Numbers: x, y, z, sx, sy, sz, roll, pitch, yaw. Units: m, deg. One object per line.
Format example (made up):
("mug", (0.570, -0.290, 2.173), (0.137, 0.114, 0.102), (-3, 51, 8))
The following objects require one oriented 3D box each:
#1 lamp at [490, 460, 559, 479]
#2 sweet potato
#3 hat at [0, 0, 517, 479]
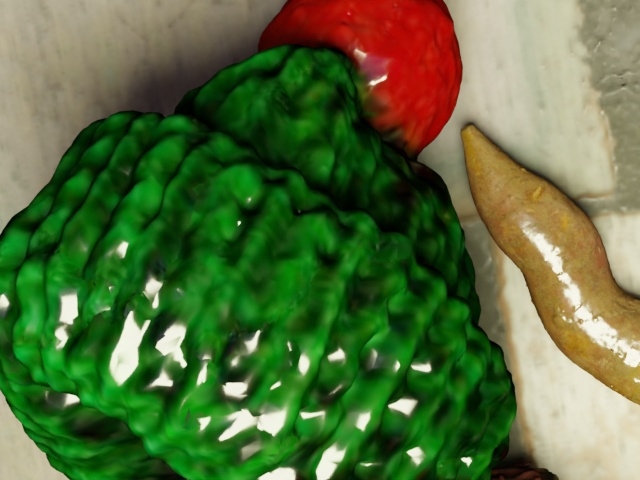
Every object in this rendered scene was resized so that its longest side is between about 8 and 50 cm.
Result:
("lamp", (0.112, 0.255, 0.902), (0.180, 0.180, 0.258), (-4, 98, 12))
("sweet potato", (0.145, 0.025, 0.918), (0.065, 0.051, 0.218), (-43, 87, 17))
("hat", (0.000, 0.000, 0.837), (0.242, 0.274, 0.332), (10, 59, 33))
